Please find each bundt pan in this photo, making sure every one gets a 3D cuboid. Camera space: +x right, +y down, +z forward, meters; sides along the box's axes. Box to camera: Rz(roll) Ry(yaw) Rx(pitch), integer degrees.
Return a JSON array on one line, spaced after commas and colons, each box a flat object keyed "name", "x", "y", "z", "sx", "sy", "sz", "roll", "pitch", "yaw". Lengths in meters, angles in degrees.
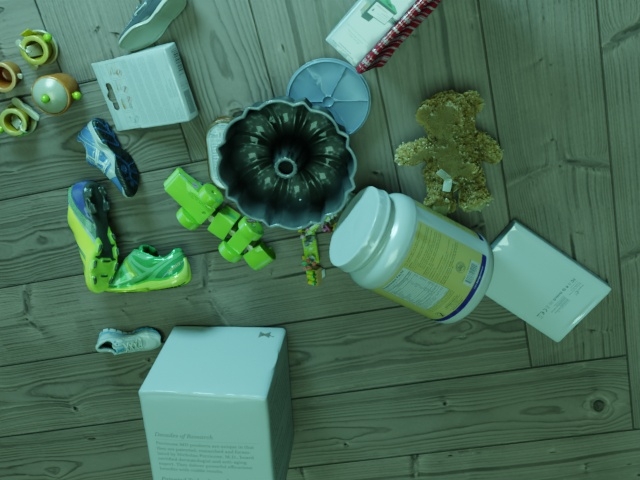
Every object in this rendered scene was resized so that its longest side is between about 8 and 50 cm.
[{"name": "bundt pan", "x": -0.073, "y": -0.195, "z": 1.796, "sx": 0.331, "sy": 0.124, "sz": 0.330, "roll": 3, "pitch": 120, "yaw": 5}]

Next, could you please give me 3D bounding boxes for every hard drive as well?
[{"name": "hard drive", "x": 0.550, "y": 0.107, "z": 1.943, "sx": 0.307, "sy": 0.040, "sz": 0.203, "roll": 33, "pitch": 114, "yaw": -9}]

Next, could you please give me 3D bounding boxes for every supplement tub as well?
[{"name": "supplement tub", "x": 0.213, "y": 0.033, "z": 1.805, "sx": 0.331, "sy": 0.241, "sz": 0.241, "roll": 26, "pitch": 116, "yaw": -20}]

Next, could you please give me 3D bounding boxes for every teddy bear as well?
[{"name": "teddy bear", "x": 0.308, "y": -0.201, "z": 1.803, "sx": 0.245, "sy": 0.113, "sz": 0.338, "roll": -20, "pitch": 119, "yaw": 23}]

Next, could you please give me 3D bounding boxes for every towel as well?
[{"name": "towel", "x": 0.193, "y": -0.464, "z": 1.627, "sx": 0.031, "sy": 0.199, "sz": 0.275, "roll": 45, "pitch": 113, "yaw": -1}]

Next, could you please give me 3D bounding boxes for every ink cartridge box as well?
[{"name": "ink cartridge box", "x": 0.124, "y": -0.495, "z": 1.642, "sx": 0.092, "sy": 0.160, "sz": 0.219, "roll": 41, "pitch": 112, "yaw": -10}, {"name": "ink cartridge box", "x": -0.421, "y": -0.365, "z": 1.839, "sx": 0.225, "sy": 0.056, "sz": 0.181, "roll": -3, "pitch": 116, "yaw": 28}]

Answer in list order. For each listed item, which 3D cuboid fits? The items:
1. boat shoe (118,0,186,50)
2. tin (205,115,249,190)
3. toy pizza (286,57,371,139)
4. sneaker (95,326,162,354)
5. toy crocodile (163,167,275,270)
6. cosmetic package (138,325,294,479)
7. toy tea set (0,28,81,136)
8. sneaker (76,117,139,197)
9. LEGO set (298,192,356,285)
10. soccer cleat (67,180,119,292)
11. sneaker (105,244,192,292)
[{"name": "boat shoe", "x": -0.392, "y": -0.516, "z": 1.759, "sx": 0.206, "sy": 0.075, "sz": 0.065, "roll": -34, "pitch": 64, "yaw": 25}, {"name": "tin", "x": -0.230, "y": -0.212, "z": 1.886, "sx": 0.106, "sy": 0.040, "sz": 0.189, "roll": 2, "pitch": 116, "yaw": 10}, {"name": "toy pizza", "x": 0.020, "y": -0.333, "z": 1.800, "sx": 0.201, "sy": 0.032, "sz": 0.201, "roll": 4, "pitch": 119, "yaw": 7}, {"name": "sneaker", "x": -0.538, "y": 0.292, "z": 2.134, "sx": 0.191, "sy": 0.083, "sz": 0.071, "roll": -4, "pitch": 113, "yaw": 7}, {"name": "toy crocodile", "x": -0.251, "y": -0.053, "z": 1.936, "sx": 0.340, "sy": 0.105, "sz": 0.115, "roll": 40, "pitch": 114, "yaw": -7}, {"name": "cosmetic package", "x": -0.259, "y": 0.478, "z": 2.053, "sx": 0.327, "sy": 0.329, "sz": 0.393, "roll": 1, "pitch": 114, "yaw": 7}, {"name": "toy tea set", "x": -0.738, "y": -0.345, "z": 1.831, "sx": 0.336, "sy": 0.124, "sz": 0.200, "roll": -30, "pitch": 108, "yaw": 19}, {"name": "sneaker", "x": -0.529, "y": -0.200, "z": 1.909, "sx": 0.081, "sy": 0.080, "sz": 0.211, "roll": -23, "pitch": 101, "yaw": 23}, {"name": "LEGO set", "x": 0.000, "y": 0.000, "z": 1.919, "sx": 0.132, "sy": 0.107, "sz": 0.287, "roll": 28, "pitch": 115, "yaw": -7}, {"name": "soccer cleat", "x": -0.594, "y": -0.009, "z": 1.967, "sx": 0.121, "sy": 0.093, "sz": 0.289, "roll": -2, "pitch": 95, "yaw": 33}, {"name": "sneaker", "x": -0.479, "y": 0.075, "z": 2.028, "sx": 0.296, "sy": 0.109, "sz": 0.123, "roll": -7, "pitch": 86, "yaw": 15}]
